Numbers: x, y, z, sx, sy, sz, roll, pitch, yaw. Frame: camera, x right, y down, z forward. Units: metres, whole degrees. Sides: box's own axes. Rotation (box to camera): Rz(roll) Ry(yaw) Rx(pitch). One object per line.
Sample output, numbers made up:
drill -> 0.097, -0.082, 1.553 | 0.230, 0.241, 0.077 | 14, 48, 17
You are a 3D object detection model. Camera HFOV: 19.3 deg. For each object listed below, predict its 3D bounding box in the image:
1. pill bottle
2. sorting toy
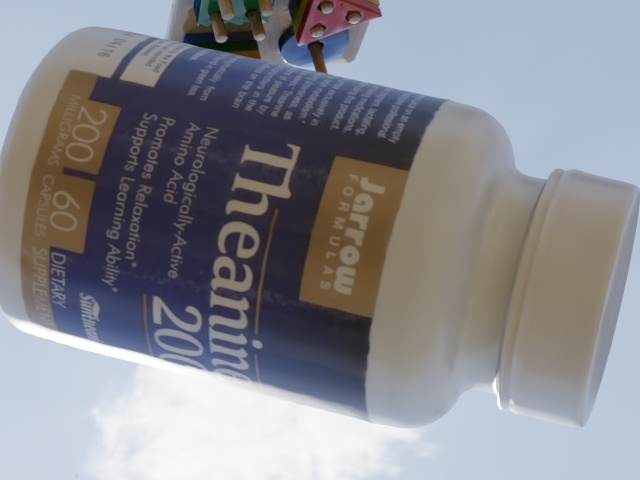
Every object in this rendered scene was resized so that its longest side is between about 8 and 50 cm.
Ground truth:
pill bottle -> 0.000, 0.000, 0.380 | 0.120, 0.067, 0.067 | 13, -99, 12
sorting toy -> -0.023, -0.142, 1.173 | 0.132, 0.274, 0.046 | -5, -119, -17
